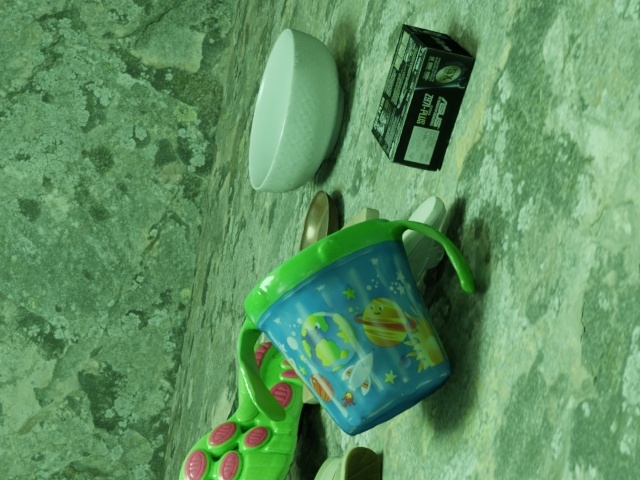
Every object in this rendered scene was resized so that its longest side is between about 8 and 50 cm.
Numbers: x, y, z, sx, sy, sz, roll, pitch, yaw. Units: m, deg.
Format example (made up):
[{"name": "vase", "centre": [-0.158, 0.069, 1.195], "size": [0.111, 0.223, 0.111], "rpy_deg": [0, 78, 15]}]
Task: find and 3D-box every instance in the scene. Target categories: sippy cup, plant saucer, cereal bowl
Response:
[{"name": "sippy cup", "centre": [0.051, 0.125, 1.434], "size": [0.224, 0.240, 0.305], "rpy_deg": [58, 142, 15]}, {"name": "plant saucer", "centre": [0.000, 0.000, 2.131], "size": [0.198, 0.036, 0.199], "rpy_deg": [-170, 90, -75]}, {"name": "cereal bowl", "centre": [-0.040, -0.259, 2.249], "size": [0.339, 0.141, 0.339], "rpy_deg": [-170, 90, -76]}]

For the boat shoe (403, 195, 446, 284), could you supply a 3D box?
[{"name": "boat shoe", "centre": [0.140, 0.018, 1.539], "size": [0.066, 0.063, 0.184], "rpy_deg": [-84, 19, -60]}]

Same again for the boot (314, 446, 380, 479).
[{"name": "boot", "centre": [0.027, 0.429, 1.663], "size": [0.165, 0.077, 0.213], "rpy_deg": [139, 144, -67]}]

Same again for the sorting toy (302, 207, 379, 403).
[{"name": "sorting toy", "centre": [0.060, 0.114, 1.714], "size": [0.255, 0.089, 0.257], "rpy_deg": [136, 141, -63]}]

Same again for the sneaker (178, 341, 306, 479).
[{"name": "sneaker", "centre": [-0.117, 0.389, 1.980], "size": [0.483, 0.185, 0.202], "rpy_deg": [-60, -25, -54]}]

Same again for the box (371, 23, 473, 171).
[{"name": "box", "centre": [0.149, -0.215, 1.629], "size": [0.147, 0.077, 0.180], "rpy_deg": [-113, 36, -64]}]
